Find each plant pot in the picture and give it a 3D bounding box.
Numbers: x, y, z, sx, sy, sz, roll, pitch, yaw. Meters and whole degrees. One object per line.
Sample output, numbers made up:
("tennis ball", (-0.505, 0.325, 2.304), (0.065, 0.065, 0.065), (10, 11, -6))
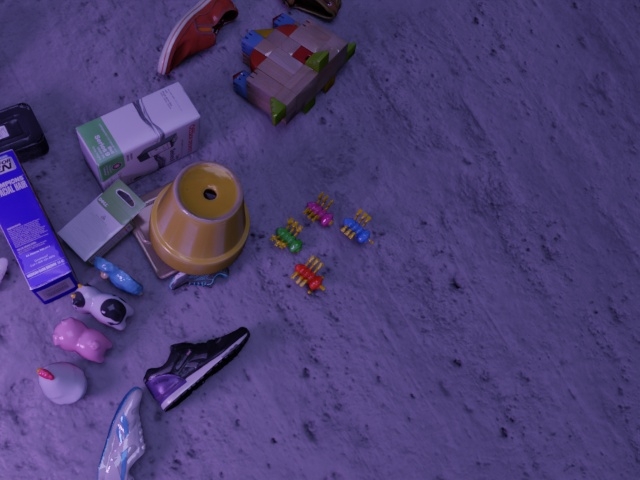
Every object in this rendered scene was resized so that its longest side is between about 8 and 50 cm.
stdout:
("plant pot", (-0.289, -0.069, 1.671), (0.254, 0.239, 0.254), (6, 67, -15))

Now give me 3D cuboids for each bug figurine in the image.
("bug figurine", (0.000, 0.000, 1.856), (0.279, 0.072, 0.216), (-43, 80, -16))

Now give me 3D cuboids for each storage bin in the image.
("storage bin", (-0.812, -0.261, 1.747), (0.180, 0.084, 0.122), (-26, 81, -19))

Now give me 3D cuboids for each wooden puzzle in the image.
("wooden puzzle", (-0.382, -0.040, 1.802), (0.221, 0.044, 0.239), (-28, 77, -18))

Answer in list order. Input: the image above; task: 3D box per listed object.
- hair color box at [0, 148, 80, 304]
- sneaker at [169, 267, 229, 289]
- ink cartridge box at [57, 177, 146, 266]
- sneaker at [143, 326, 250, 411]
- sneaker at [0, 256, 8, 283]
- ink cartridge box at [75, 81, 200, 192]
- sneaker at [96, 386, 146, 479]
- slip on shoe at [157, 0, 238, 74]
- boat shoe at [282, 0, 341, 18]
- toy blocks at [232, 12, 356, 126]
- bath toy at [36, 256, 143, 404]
("hair color box", (-0.709, -0.029, 1.647), (0.110, 0.185, 0.339), (-28, 82, -19))
("sneaker", (-0.311, 0.095, 1.765), (0.166, 0.065, 0.076), (-28, 86, -17))
("ink cartridge box", (-0.550, -0.046, 1.730), (0.109, 0.062, 0.209), (43, 78, 10))
("sneaker", (-0.309, 0.286, 1.687), (0.283, 0.107, 0.124), (-38, 79, -20))
("sneaker", (-0.874, 0.039, 1.651), (0.232, 0.090, 0.115), (27, 63, -13))
("ink cartridge box", (-0.464, -0.263, 1.757), (0.289, 0.211, 0.121), (-31, 81, -19))
("sneaker", (-0.458, 0.465, 1.613), (0.092, 0.087, 0.229), (17, 78, -14))
("slip on shoe", (-0.351, -0.589, 1.936), (0.101, 0.123, 0.331), (37, 65, -4))
("boat shoe", (-0.080, -0.765, 2.048), (0.307, 0.111, 0.104), (16, 70, -7))
("toy blocks", (-0.112, -0.518, 1.951), (0.261, 0.191, 0.381), (35, 68, 12))
("bath toy", (-0.575, 0.218, 1.634), (0.151, 0.129, 0.348), (12, 66, 27))
